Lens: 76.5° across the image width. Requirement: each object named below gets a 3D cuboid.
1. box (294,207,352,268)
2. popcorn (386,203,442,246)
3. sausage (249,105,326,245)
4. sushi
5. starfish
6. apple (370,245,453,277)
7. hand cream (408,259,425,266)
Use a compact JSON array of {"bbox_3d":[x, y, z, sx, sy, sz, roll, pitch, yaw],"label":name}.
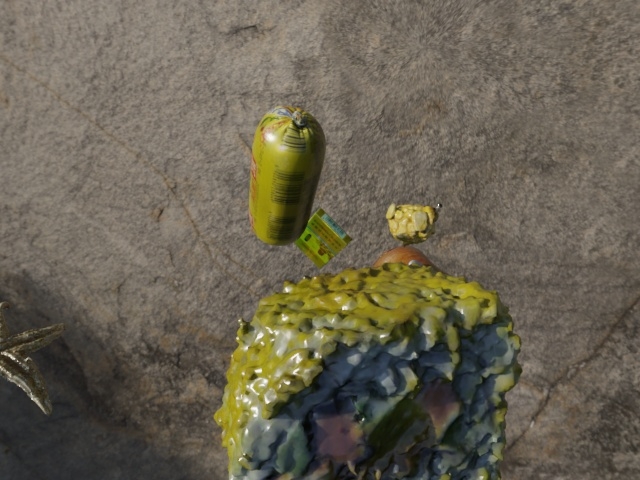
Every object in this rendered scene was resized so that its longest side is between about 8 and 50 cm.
[{"bbox_3d":[0.000,0.000,1.153,0.121,0.030,0.193,46,148,1],"label":"box"},{"bbox_3d":[0.287,-0.050,1.284,0.163,0.194,0.140,-4,92,-1],"label":"popcorn"},{"bbox_3d":[-0.067,-0.101,0.741,0.123,0.123,0.347,23,145,3],"label":"sausage"},{"bbox_3d":[0.062,0.227,0.561,0.397,0.240,0.351,-10,107,-18],"label":"sushi"},{"bbox_3d":[-0.532,0.192,0.717,0.138,0.247,0.050,15,118,-32],"label":"starfish"},{"bbox_3d":[0.350,0.218,1.601,0.400,0.400,0.333,39,100,-6],"label":"apple"},{"bbox_3d":[0.216,0.159,0.834,0.048,0.255,0.079,-23,138,32],"label":"hand cream"}]
